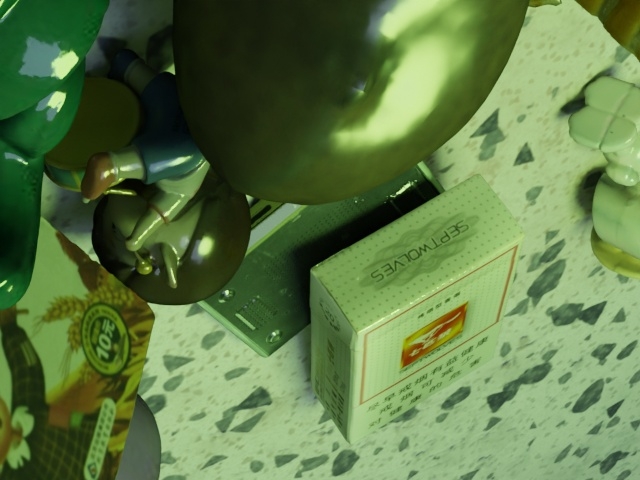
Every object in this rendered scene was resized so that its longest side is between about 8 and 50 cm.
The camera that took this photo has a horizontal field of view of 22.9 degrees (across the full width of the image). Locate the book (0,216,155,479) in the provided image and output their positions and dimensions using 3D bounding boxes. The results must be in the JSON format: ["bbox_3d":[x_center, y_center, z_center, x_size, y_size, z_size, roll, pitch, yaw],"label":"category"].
[{"bbox_3d":[-0.297,0.077,1.188,0.039,0.300,0.428,-12,141,34],"label":"book"}]

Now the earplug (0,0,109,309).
[{"bbox_3d":[-0.248,-0.123,1.128,0.257,0.164,0.280,-51,138,-13],"label":"earplug"}]

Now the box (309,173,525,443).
[{"bbox_3d":[0.098,0.083,1.715,0.210,0.095,0.330,-30,158,-14],"label":"box"}]

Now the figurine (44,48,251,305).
[{"bbox_3d":[-0.145,-0.034,1.383,0.158,0.161,0.275,4,143,13],"label":"figurine"}]

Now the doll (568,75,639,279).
[{"bbox_3d":[0.354,-0.065,1.809,0.271,0.144,0.208,12,103,-52],"label":"doll"}]

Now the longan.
[{"bbox_3d":[0.025,-0.189,1.209,0.288,0.288,0.350,16,101,-50],"label":"longan"}]

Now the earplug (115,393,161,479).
[{"bbox_3d":[-0.336,0.131,1.360,0.215,0.215,0.456,-39,142,3],"label":"earplug"}]

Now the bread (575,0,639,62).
[{"bbox_3d":[0.363,-0.268,1.466,0.111,0.239,0.246,6,129,-41],"label":"bread"}]

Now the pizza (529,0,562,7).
[{"bbox_3d":[0.260,-0.289,1.378,0.074,0.251,0.288,-57,171,-43],"label":"pizza"}]

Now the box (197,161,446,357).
[{"bbox_3d":[0.000,0.000,1.630,0.270,0.045,0.211,-38,145,2],"label":"box"}]
